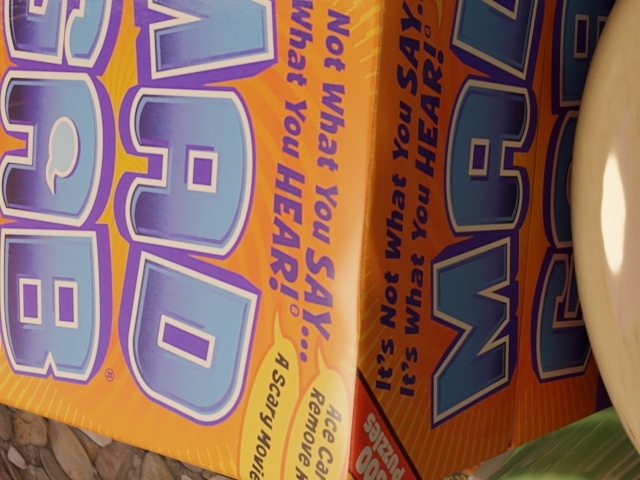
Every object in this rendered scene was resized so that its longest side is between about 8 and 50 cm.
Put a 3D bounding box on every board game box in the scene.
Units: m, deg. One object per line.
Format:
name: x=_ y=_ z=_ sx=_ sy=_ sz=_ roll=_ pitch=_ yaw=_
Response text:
board game box: x=-0.008 y=-0.061 z=0.764 sx=0.357 sy=0.356 sz=0.356 roll=8 pitch=97 yaw=37

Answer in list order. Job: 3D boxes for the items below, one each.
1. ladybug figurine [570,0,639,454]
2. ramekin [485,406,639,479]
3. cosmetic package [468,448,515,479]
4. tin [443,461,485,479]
ladybug figurine: x=0.297 y=-0.008 z=0.685 sx=0.162 sy=0.305 sz=0.449 roll=-128 pitch=31 yaw=-78
ramekin: x=0.224 y=0.288 z=0.815 sx=0.303 sy=0.148 sz=0.303 roll=10 pitch=105 yaw=38
cosmetic package: x=0.264 y=0.263 z=0.967 sx=0.238 sy=0.127 sz=0.107 roll=15 pitch=122 yaw=36
tin: x=0.133 y=0.223 z=1.135 sx=0.190 sy=0.040 sz=0.106 roll=40 pitch=131 yaw=20
